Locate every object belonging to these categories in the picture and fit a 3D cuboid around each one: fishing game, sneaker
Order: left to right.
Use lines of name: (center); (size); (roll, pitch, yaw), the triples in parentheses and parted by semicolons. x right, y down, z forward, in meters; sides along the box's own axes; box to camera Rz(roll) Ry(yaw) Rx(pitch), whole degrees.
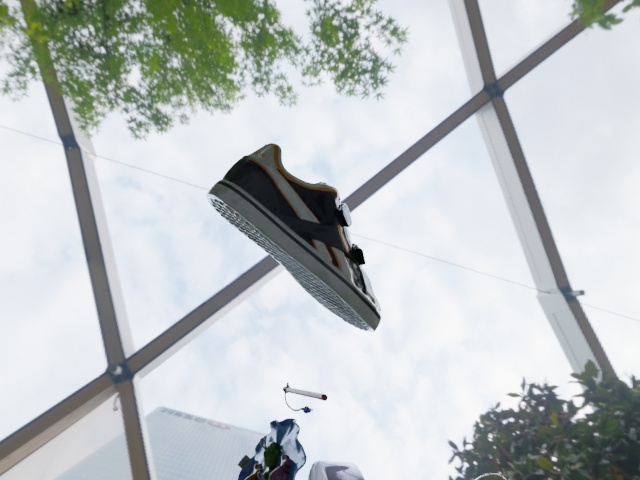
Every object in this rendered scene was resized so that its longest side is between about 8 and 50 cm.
fishing game: (-0.078, 0.300, 0.509); (0.041, 0.189, 0.264); (30, -114, -15)
sneaker: (0.000, 0.000, 0.608); (0.321, 0.126, 0.127); (46, -111, -24)

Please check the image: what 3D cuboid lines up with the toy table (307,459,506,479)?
toy table: (0.072, 0.277, 0.237); (0.161, 0.252, 0.274); (7, -124, -10)
